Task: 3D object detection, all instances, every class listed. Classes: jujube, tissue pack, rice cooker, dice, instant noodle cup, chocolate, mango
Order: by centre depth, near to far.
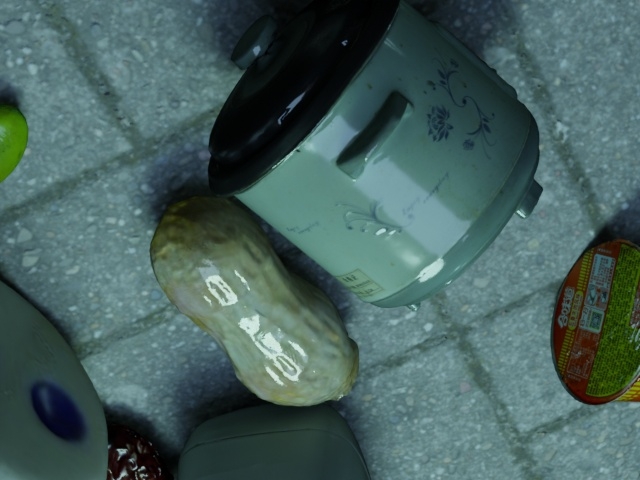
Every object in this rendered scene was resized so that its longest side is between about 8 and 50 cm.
[{"bbox_3d":[0.041,-0.099,1.458,0.316,0.316,0.264,38,92,-30],"label":"rice cooker"},{"bbox_3d":[-0.333,-0.091,1.537,0.073,0.056,0.108,32,110,-34],"label":"mango"},{"bbox_3d":[-0.410,0.212,1.576,0.277,0.304,0.304,-37,122,14],"label":"dice"},{"bbox_3d":[-0.069,0.074,1.655,0.134,0.134,0.309,-35,124,13],"label":"chocolate"},{"bbox_3d":[0.402,0.109,1.754,0.212,0.193,0.193,12,121,-27],"label":"instant noodle cup"},{"bbox_3d":[-0.215,0.284,1.793,0.104,0.104,0.166,-14,117,-1],"label":"jujube"},{"bbox_3d":[-0.041,0.345,1.794,0.229,0.236,0.333,-8,125,5],"label":"tissue pack"}]
